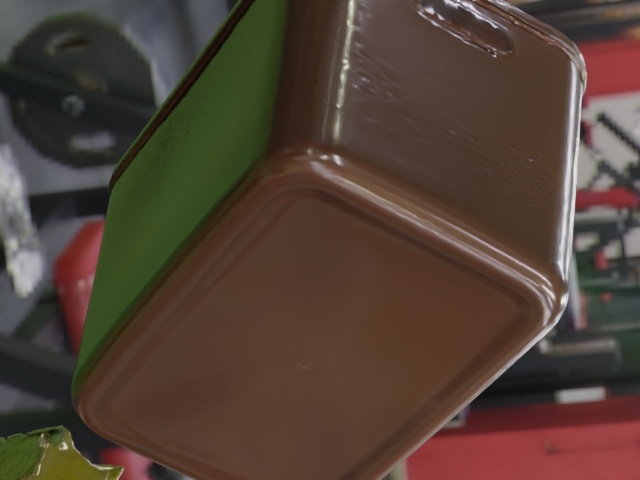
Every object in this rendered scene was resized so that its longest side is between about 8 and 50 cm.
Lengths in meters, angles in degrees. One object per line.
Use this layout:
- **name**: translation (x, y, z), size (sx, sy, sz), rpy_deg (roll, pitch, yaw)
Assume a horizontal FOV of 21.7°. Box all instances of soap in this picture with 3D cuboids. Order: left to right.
- **soap**: translation (-0.260, 0.230, 1.371), size (0.076, 0.233, 0.135), rpy_deg (37, 64, -17)

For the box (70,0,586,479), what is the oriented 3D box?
- **box**: translation (0.000, 0.000, 1.134), size (0.339, 0.239, 0.229), rpy_deg (-48, -157, 39)
